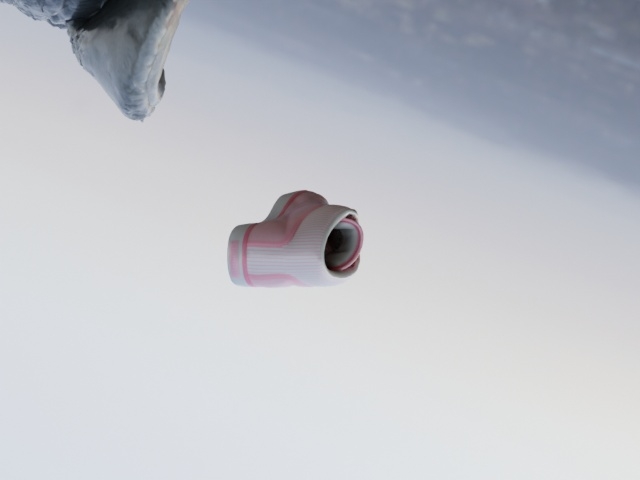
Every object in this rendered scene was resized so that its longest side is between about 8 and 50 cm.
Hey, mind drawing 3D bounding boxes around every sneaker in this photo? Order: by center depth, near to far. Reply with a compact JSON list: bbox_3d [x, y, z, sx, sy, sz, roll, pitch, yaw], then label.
[{"bbox_3d":[0.000,0.000,1.086,0.070,0.051,0.134,-3,-170,20],"label":"sneaker"}]

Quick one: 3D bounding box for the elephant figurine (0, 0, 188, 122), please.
[{"bbox_3d":[-0.082,-0.125,0.625,0.186,0.239,0.169,-19,-115,-33],"label":"elephant figurine"}]
